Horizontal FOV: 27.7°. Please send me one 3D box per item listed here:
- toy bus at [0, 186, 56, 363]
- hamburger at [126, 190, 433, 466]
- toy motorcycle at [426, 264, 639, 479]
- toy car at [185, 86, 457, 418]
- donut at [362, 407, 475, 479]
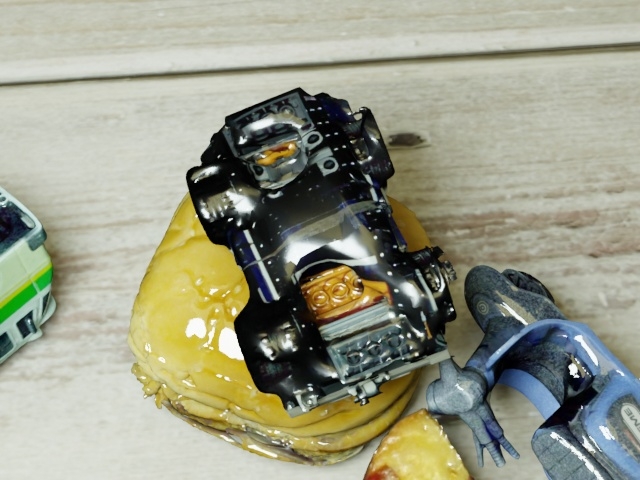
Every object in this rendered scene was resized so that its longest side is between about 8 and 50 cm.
[{"bbox_3d":[-0.388,0.080,1.258,0.276,0.164,0.134,-40,55,-22],"label":"toy bus"},{"bbox_3d":[-0.028,0.069,1.280,0.319,0.158,0.318,1,64,-1],"label":"hamburger"},{"bbox_3d":[0.227,0.172,1.208,0.213,0.125,0.358,-18,63,-44],"label":"toy motorcycle"},{"bbox_3d":[0.000,0.000,1.158,0.193,0.118,0.301,-22,63,1],"label":"toy car"},{"bbox_3d":[0.109,0.321,1.171,0.151,0.112,0.295,-27,64,-13],"label":"donut"}]
